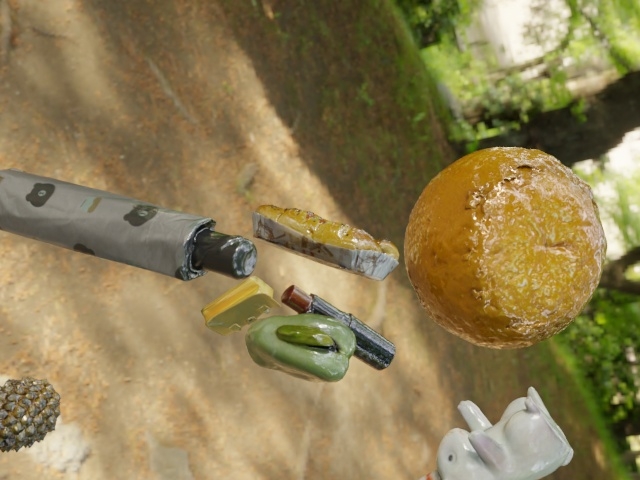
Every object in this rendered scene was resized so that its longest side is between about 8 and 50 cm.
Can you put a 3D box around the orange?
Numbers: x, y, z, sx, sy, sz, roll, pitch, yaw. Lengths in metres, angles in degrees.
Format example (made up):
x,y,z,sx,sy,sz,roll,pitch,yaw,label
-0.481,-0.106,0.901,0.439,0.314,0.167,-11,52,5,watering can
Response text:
x,y,z,sx,sy,sz,roll,pitch,yaw,label
0.301,0.013,1.632,0.341,0.293,0.340,0,91,-24,orange

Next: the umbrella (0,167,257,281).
x,y,z,sx,sy,sz,roll,pitch,yaw,label
-0.214,-0.015,0.991,0.073,0.337,0.067,-39,135,-50,umbrella

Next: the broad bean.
x,y,z,sx,sy,sz,roll,pitch,yaw,label
-0.037,0.179,1.597,0.169,0.228,0.100,28,64,-11,broad bean

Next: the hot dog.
x,y,z,sx,sy,sz,roll,pitch,yaw,label
0.000,0.000,1.514,0.131,0.253,0.069,33,76,-66,hot dog

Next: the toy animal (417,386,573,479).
x,y,z,sx,sy,sz,roll,pitch,yaw,label
0.247,0.334,1.532,0.140,0.283,0.138,-46,115,-81,toy animal

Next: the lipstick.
x,y,z,sx,sy,sz,roll,pitch,yaw,label
0.039,0.190,2.157,0.300,0.081,0.081,35,43,-20,lipstick

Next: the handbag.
x,y,z,sx,sy,sz,roll,pitch,yaw,label
-0.096,0.081,1.164,0.061,0.083,0.027,41,19,-58,handbag

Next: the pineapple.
x,y,z,sx,sy,sz,roll,pitch,yaw,label
-0.380,0.215,1.106,0.083,0.103,0.221,47,25,13,pineapple
